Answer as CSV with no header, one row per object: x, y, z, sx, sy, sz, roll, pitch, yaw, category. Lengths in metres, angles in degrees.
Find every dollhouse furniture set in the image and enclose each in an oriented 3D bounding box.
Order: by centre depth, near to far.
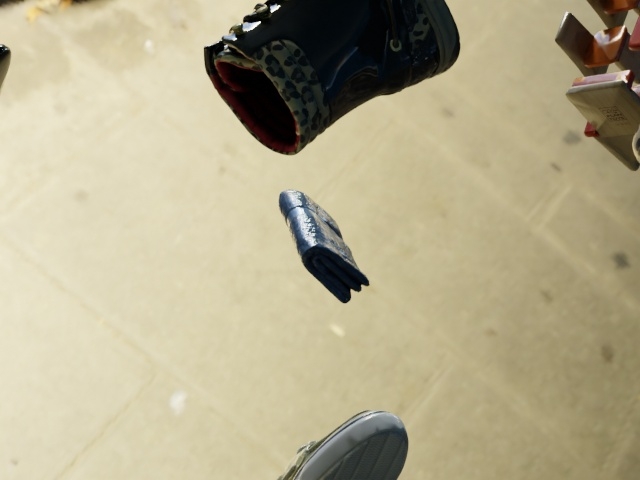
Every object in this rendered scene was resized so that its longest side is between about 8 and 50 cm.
0.351,-0.213,1.462,0.135,0.262,0.259,41,61,-33,dollhouse furniture set

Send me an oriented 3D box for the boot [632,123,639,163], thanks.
0.450,-0.135,1.138,0.377,0.284,0.138,1,60,-10,boot

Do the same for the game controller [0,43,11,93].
-0.406,-0.069,1.432,0.067,0.166,0.319,37,48,-8,game controller

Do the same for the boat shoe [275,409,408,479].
-0.007,0.277,1.629,0.109,0.302,0.094,10,42,-33,boat shoe

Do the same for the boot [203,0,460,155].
-0.021,-0.189,1.047,0.178,0.085,0.236,-36,93,-35,boot

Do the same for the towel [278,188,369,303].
0.000,0.000,1.195,0.067,0.029,0.119,43,12,-28,towel
